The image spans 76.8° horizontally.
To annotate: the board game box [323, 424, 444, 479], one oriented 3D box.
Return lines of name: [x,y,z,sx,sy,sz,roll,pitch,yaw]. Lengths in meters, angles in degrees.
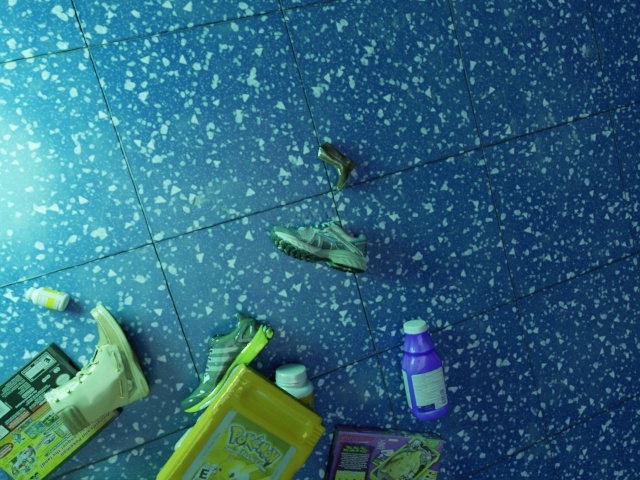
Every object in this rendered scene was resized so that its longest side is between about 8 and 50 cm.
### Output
board game box: [0.191,0.676,1.213,0.346,0.056,0.209,12,95,-14]

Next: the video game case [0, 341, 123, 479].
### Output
video game case: [-0.688,0.435,0.998,0.274,0.035,0.248,-41,101,-9]

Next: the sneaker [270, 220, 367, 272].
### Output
sneaker: [0.000,0.000,1.112,0.282,0.110,0.122,18,71,-16]

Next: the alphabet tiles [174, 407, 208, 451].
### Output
alphabet tiles: [-0.244,0.560,1.053,0.278,0.021,0.284,-47,121,-27]

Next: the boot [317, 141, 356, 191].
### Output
boot: [0.030,-0.207,1.124,0.114,0.037,0.107,32,73,-16]

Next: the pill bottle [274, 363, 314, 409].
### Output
pill bottle: [-0.075,0.454,1.099,0.117,0.117,0.215,-4,94,-13]

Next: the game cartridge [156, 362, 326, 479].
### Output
game cartridge: [-0.176,0.508,0.980,0.285,0.052,0.324,39,82,-17]

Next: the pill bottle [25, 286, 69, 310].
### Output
pill bottle: [-0.662,0.140,0.981,0.083,0.043,0.044,20,89,-13]

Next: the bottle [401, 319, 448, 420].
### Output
bottle: [0.301,0.380,1.195,0.118,0.092,0.283,-13,96,-13]

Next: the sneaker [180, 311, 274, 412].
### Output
sneaker: [-0.262,0.317,1.066,0.121,0.111,0.300,43,79,-1]

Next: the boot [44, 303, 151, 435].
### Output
boot: [-0.554,0.307,0.968,0.203,0.095,0.262,-26,105,-29]
